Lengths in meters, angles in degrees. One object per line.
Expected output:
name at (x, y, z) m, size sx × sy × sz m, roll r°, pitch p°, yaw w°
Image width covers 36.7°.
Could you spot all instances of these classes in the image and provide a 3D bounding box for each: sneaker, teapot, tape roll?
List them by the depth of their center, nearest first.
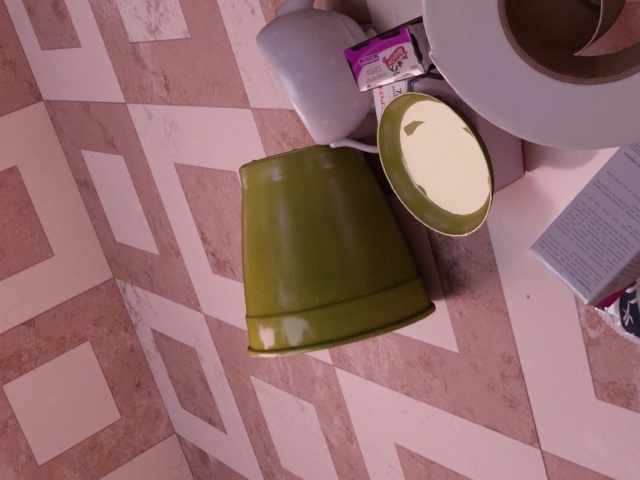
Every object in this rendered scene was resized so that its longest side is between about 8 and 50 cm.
tape roll at (0.306, -0.285, 1.089) m, size 0.392 × 0.072 × 0.391 m, roll 7°, pitch 126°, yaw 10°
sneaker at (0.444, 0.034, 1.350) m, size 0.234 × 0.094 × 0.153 m, roll 68°, pitch 161°, yaw 9°
teapot at (0.022, -0.297, 1.662) m, size 0.252 × 0.187 × 0.256 m, roll 63°, pitch -175°, yaw 38°

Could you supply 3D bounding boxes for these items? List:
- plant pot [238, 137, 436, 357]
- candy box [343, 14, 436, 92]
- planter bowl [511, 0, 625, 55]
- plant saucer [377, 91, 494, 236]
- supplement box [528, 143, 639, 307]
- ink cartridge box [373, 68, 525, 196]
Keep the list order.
plant pot at (0.000, 0.000, 1.821) m, size 0.366 × 0.367 × 0.352 m, roll -7°, pitch 97°, yaw 60°
candy box at (0.172, -0.290, 1.358) m, size 0.159 × 0.233 × 0.071 m, roll -3°, pitch 113°, yaw 60°
planter bowl at (0.322, -0.324, 1.217) m, size 0.162 × 0.109 × 0.162 m, roll 38°, pitch 143°, yaw 36°
plant saucer at (0.183, -0.122, 1.485) m, size 0.241 × 0.037 × 0.240 m, roll 38°, pitch 144°, yaw 34°
supplement box at (0.394, -0.027, 1.244) m, size 0.114 × 0.111 × 0.220 m, roll 46°, pitch 107°, yaw 26°
ink cartridge box at (0.200, -0.188, 1.541) m, size 0.237 × 0.100 × 0.171 m, roll 25°, pitch 135°, yaw 47°
